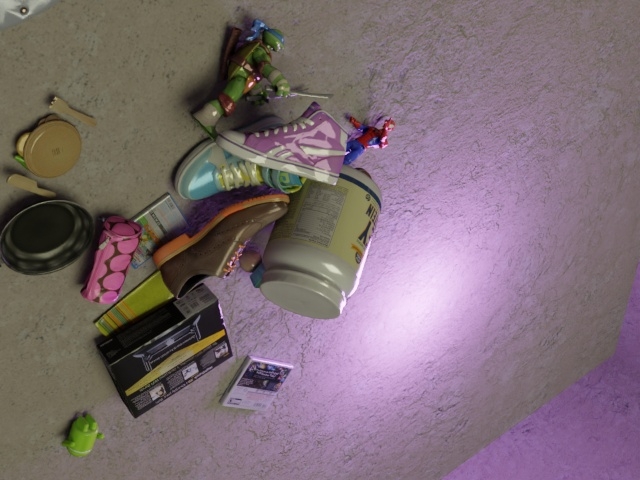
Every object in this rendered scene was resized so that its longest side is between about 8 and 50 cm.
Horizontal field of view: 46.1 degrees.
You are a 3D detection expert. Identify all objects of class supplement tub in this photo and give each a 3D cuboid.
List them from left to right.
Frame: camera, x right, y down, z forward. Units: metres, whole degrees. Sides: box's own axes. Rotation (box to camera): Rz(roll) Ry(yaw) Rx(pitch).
[{"bbox_3d":[0.000,0.000,1.792,0.235,0.235,0.325,49,53,-49],"label":"supplement tub"}]

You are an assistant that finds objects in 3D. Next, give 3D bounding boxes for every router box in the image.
[{"bbox_3d":[-0.385,0.281,1.915,0.308,0.081,0.243,-31,140,-23],"label":"router box"}]

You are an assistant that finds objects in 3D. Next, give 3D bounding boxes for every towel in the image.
[{"bbox_3d":[-0.435,0.155,1.842,0.237,0.021,0.102,-41,139,-11],"label":"towel"}]

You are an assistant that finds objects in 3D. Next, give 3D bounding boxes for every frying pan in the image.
[{"bbox_3d":[-0.618,0.033,1.566,0.326,0.053,0.197,-42,145,3],"label":"frying pan"}]

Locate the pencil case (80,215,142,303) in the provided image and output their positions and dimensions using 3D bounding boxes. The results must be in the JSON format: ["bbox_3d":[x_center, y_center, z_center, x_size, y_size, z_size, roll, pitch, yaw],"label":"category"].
[{"bbox_3d":[-0.468,0.048,1.664,0.098,0.095,0.209,-63,177,-63],"label":"pencil case"}]

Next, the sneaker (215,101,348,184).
[{"bbox_3d":[-0.074,-0.227,1.588,0.282,0.102,0.161,12,102,-26],"label":"sneaker"}]

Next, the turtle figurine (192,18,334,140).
[{"bbox_3d":[-0.133,-0.306,1.636,0.266,0.198,0.275,-43,135,-3],"label":"turtle figurine"}]

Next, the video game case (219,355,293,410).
[{"bbox_3d":[-0.191,0.432,2.262,0.190,0.022,0.173,22,104,-47],"label":"video game case"}]

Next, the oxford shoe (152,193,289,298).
[{"bbox_3d":[-0.213,0.012,1.749,0.363,0.133,0.130,-30,164,17],"label":"oxford shoe"}]

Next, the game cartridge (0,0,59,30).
[{"bbox_3d":[-0.491,-0.506,1.281,0.294,0.060,0.196,-43,135,-8],"label":"game cartridge"}]

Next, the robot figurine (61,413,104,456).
[{"bbox_3d":[-0.605,0.499,1.911,0.101,0.067,0.115,-5,123,-54],"label":"robot figurine"}]

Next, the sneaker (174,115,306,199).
[{"bbox_3d":[-0.160,-0.159,1.710,0.319,0.208,0.127,-33,138,-18],"label":"sneaker"}]

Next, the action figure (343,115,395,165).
[{"bbox_3d":[0.084,-0.256,1.933,0.280,0.091,0.139,-33,152,-19],"label":"action figure"}]

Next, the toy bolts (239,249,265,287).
[{"bbox_3d":[-0.106,0.041,2.002,0.228,0.158,0.218,-48,180,-17],"label":"toy bolts"}]

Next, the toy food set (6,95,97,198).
[{"bbox_3d":[-0.538,-0.185,1.495,0.192,0.038,0.132,-59,146,2],"label":"toy food set"}]

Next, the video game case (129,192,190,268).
[{"bbox_3d":[-0.394,-0.021,1.752,0.166,0.015,0.119,-38,138,-13],"label":"video game case"}]

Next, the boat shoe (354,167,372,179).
[{"bbox_3d":[0.081,-0.104,2.049,0.095,0.095,0.258,-21,139,-23],"label":"boat shoe"}]
